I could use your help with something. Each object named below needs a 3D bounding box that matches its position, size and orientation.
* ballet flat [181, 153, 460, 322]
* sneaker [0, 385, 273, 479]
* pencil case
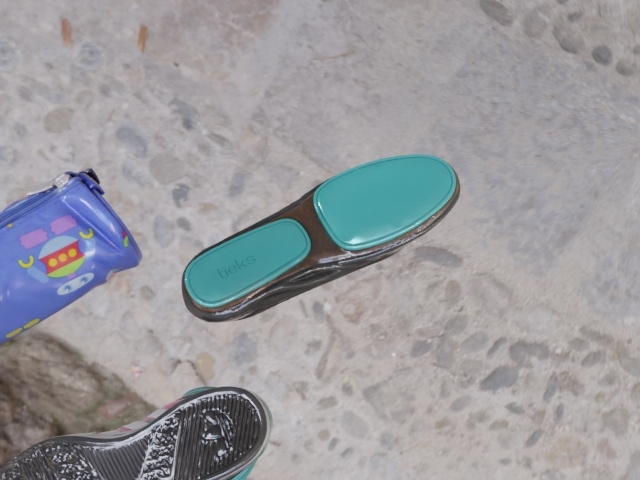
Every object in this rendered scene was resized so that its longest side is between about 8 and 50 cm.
[{"bbox_3d":[0.000,0.000,0.745,0.280,0.096,0.095,-23,67,-3],"label":"ballet flat"},{"bbox_3d":[-0.182,0.233,0.829,0.295,0.178,0.124,-19,75,3],"label":"sneaker"},{"bbox_3d":[-0.331,0.039,0.772,0.119,0.306,0.133,32,147,46],"label":"pencil case"}]
